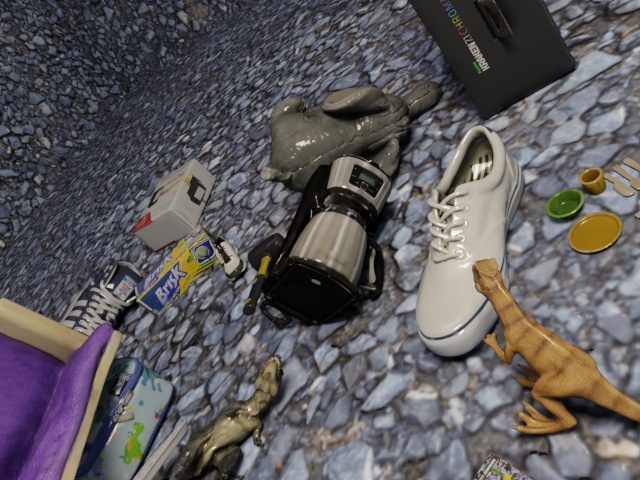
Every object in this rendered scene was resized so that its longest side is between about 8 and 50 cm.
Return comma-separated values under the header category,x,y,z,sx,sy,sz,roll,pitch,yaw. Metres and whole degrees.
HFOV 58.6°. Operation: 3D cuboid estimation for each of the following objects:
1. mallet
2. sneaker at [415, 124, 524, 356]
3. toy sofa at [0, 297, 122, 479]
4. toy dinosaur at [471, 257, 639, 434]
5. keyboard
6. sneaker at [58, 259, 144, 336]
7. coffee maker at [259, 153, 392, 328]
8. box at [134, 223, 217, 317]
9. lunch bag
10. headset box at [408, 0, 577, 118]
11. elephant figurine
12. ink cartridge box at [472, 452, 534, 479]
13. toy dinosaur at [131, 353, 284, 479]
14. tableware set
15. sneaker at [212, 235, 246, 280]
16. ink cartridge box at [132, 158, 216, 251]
category,x,y,z,sx,sy,sz,roll,pitch,yaw
mallet,-0.076,0.043,0.793,0.062,0.039,0.190,-38,17,11
sneaker,0.140,-0.010,0.580,0.094,0.091,0.258,-14,42,41
toy sofa,-0.362,0.231,0.631,0.177,0.150,0.363,-44,28,27
toy dinosaur,0.180,0.098,0.406,0.211,0.112,0.064,37,57,24
keyboard,-0.208,0.274,0.558,0.072,0.014,0.256,-42,4,24
sneaker,-0.403,0.140,1.047,0.153,0.099,0.282,-38,28,14
coffee maker,0.000,0.000,0.711,0.171,0.120,0.178,-16,40,42
box,-0.252,0.053,1.016,0.169,0.054,0.059,-46,30,-1
lunch bag,-0.317,0.259,0.809,0.218,0.090,0.176,-11,47,45
headset box,0.202,-0.340,0.759,0.131,0.246,0.283,-28,33,27
elephant figurine,0.053,-0.160,0.819,0.239,0.169,0.186,-16,61,21
ink cartridge box,0.145,0.199,0.378,0.063,0.029,0.115,-51,30,-12
toy dinosaur,-0.127,0.241,0.629,0.268,0.064,0.118,-41,15,12
tableware set,0.272,-0.023,0.506,0.104,0.024,0.154,-37,31,13
sneaker,-0.154,0.029,0.938,0.040,0.044,0.109,-42,32,-1
ink cartridge box,-0.314,-0.078,1.234,0.127,0.072,0.175,-25,36,30
